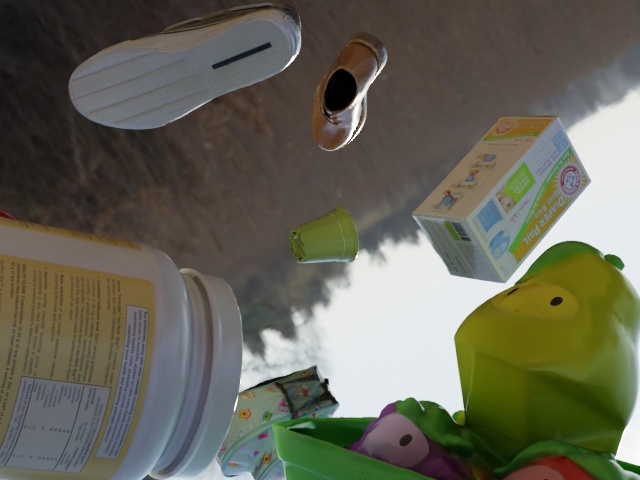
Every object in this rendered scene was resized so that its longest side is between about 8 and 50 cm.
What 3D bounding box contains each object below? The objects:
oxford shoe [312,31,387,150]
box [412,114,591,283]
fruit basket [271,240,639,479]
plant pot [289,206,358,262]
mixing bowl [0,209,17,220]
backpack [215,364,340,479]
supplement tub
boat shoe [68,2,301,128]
[{"bbox_3d":[0.020,-0.178,1.514,0.076,0.076,0.212,-54,171,-33],"label":"oxford shoe"},{"bbox_3d":[0.235,-0.056,1.498,0.203,0.114,0.103,-47,-151,-23],"label":"box"},{"bbox_3d":[0.168,0.174,1.047,0.283,0.391,0.392,5,156,-41],"label":"fruit basket"},{"bbox_3d":[0.000,0.000,1.672,0.079,0.083,0.083,-14,174,-24],"label":"plant pot"},{"bbox_3d":[-0.564,0.043,1.906,0.098,0.181,0.181,-20,-173,44],"label":"mixing bowl"},{"bbox_3d":[-0.076,0.289,1.766,0.188,0.144,0.166,-6,147,-30],"label":"backpack"},{"bbox_3d":[-0.264,0.105,1.088,0.331,0.241,0.241,12,158,-27],"label":"supplement tub"},{"bbox_3d":[-0.175,-0.237,1.590,0.335,0.121,0.119,-11,-160,16],"label":"boat shoe"}]
